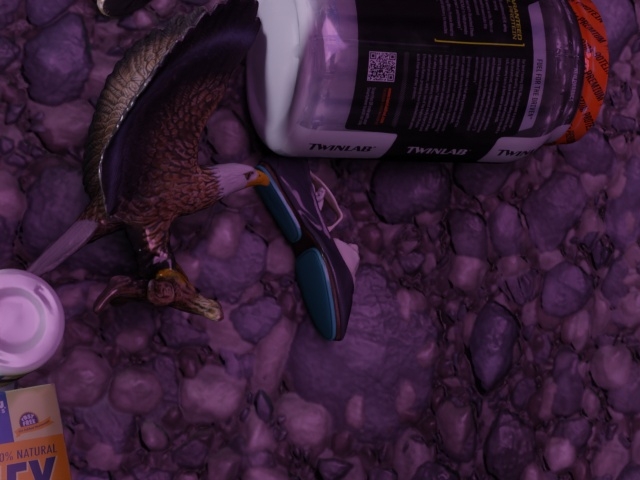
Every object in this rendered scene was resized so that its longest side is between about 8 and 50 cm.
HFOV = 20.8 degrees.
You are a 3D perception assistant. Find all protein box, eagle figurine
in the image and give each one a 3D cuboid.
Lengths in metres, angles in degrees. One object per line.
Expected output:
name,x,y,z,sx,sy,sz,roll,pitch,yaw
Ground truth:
protein box,-0.301,0.245,1.529,0.136,0.200,0.201,-8,82,-23
eagle figurine,-0.147,-0.084,1.660,0.225,0.226,0.298,-11,101,-59

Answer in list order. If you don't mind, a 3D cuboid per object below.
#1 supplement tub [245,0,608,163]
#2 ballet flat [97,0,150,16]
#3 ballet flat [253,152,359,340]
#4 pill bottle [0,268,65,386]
supplement tub,0.108,-0.183,1.780,0.338,0.207,0.207,1,79,-21
ballet flat,-0.173,-0.292,1.785,0.049,0.057,0.173,25,63,28
ballet flat,0.000,0.000,1.775,0.074,0.074,0.203,-22,86,-24
pill bottle,-0.296,0.084,1.581,0.094,0.169,0.094,5,77,-22
